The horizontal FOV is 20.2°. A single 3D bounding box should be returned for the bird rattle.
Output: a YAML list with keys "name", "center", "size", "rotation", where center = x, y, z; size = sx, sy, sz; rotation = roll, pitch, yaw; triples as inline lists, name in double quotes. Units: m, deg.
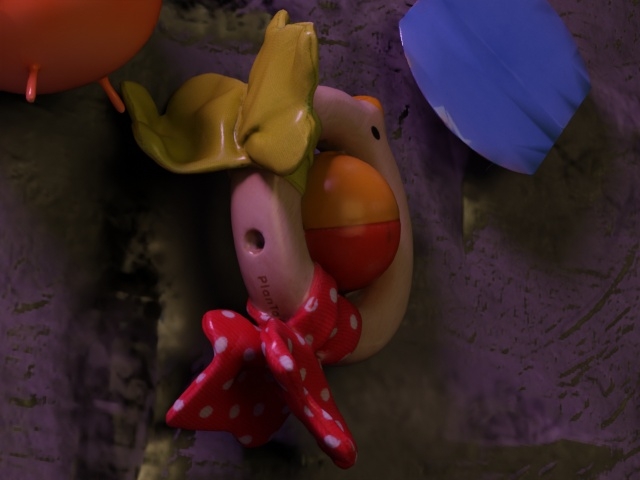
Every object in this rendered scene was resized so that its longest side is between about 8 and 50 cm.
- name: "bird rattle"
  center: [0.000, 0.000, 1.022]
  size: [0.207, 0.143, 0.253]
  rotation: [-13, 84, -57]

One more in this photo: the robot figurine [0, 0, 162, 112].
- name: "robot figurine"
  center: [-0.159, -0.173, 0.957]
  size: [0.128, 0.158, 0.219]
  rotation: [-14, 82, -18]

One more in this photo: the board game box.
- name: "board game box"
  center: [0.109, -0.115, 1.211]
  size: [0.133, 0.033, 0.168]
  rotation: [46, 46, -9]
